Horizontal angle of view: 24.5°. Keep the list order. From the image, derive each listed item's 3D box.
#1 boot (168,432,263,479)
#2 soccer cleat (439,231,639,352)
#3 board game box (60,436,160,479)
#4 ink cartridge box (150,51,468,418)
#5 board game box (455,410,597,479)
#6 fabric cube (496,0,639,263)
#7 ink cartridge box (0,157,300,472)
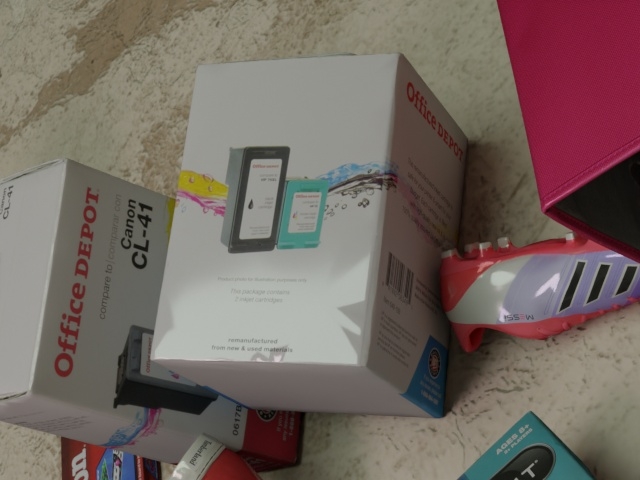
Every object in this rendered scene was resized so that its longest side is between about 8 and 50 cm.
[{"bbox_3d":[-0.070,0.295,1.362,0.088,0.176,0.244,-52,-9,-36],"label":"boot"},{"bbox_3d":[0.203,0.037,1.193,0.248,0.083,0.095,-9,96,41],"label":"soccer cleat"},{"bbox_3d":[-0.221,0.311,1.565,0.145,0.027,0.281,-34,50,35],"label":"board game box"},{"bbox_3d":[0.000,0.000,1.286,0.197,0.198,0.270,0,71,24],"label":"ink cartridge box"},{"bbox_3d":[0.142,0.300,1.012,0.254,0.079,0.336,-44,28,2],"label":"board game box"},{"bbox_3d":[0.298,-0.141,1.016,0.254,0.259,0.258,-35,48,34],"label":"fabric cube"},{"bbox_3d":[-0.163,0.080,1.386,0.131,0.306,0.226,-14,64,44],"label":"ink cartridge box"}]
